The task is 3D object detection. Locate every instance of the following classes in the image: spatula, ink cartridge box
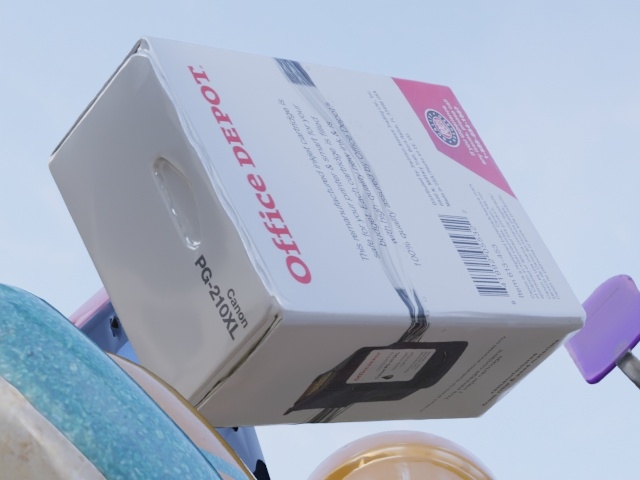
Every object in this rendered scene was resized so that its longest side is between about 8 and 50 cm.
[{"bbox_3d":[0.275,0.133,1.539,0.030,0.296,0.084,26,-68,-41],"label":"spatula"},{"bbox_3d":[0.000,0.000,1.005,0.100,0.237,0.172,-46,-122,31],"label":"ink cartridge box"}]

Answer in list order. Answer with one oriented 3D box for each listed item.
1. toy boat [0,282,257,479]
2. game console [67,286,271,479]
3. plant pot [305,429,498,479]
[{"bbox_3d":[-0.107,0.080,0.548,0.318,0.148,0.267,27,-35,32],"label":"toy boat"},{"bbox_3d":[-0.110,0.206,1.352,0.060,0.386,0.342,-17,-79,19],"label":"game console"},{"bbox_3d":[0.076,0.276,1.624,0.205,0.205,0.188,33,3,-5],"label":"plant pot"}]
